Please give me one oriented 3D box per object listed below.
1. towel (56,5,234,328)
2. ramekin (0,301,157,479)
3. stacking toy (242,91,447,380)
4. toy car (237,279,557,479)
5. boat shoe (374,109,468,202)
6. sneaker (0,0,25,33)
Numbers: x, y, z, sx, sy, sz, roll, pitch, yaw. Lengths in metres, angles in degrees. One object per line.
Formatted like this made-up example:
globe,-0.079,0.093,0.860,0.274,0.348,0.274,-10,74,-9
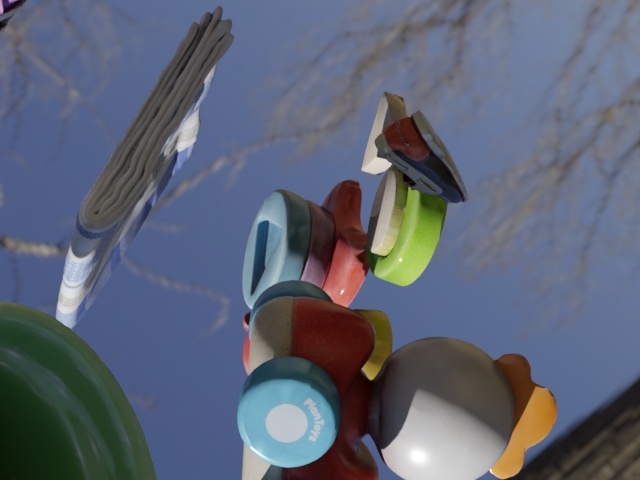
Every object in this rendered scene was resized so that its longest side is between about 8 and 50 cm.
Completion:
towel,-0.145,-0.046,1.473,0.034,0.209,0.285,30,157,-1
ramekin,-0.240,0.196,1.132,0.303,0.148,0.303,26,-120,-55
stacking toy,0.000,0.000,1.837,0.130,0.279,0.309,14,-155,-19
toy car,0.058,0.149,1.384,0.238,0.210,0.219,3,-164,0
boat shoe,0.082,-0.060,1.465,0.049,0.043,0.137,65,-171,27
sneaker,-0.324,-0.165,1.667,0.161,0.282,0.102,64,-153,-7
